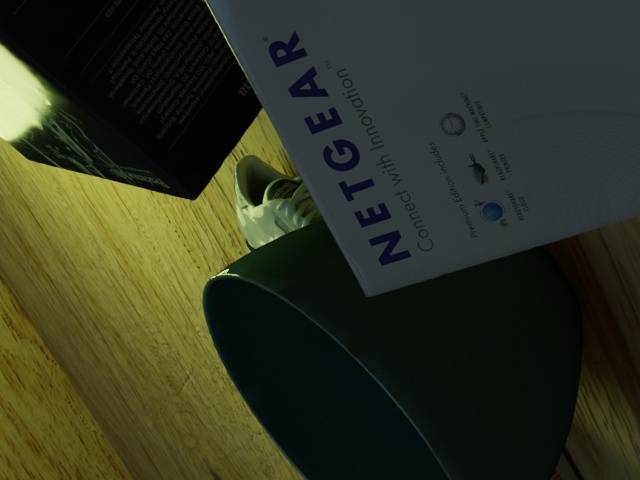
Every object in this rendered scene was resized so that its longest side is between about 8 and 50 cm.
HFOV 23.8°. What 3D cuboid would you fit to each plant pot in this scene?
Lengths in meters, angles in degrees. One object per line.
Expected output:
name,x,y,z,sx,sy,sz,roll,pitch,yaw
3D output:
plant pot,0.080,0.084,1.127,0.290,0.195,0.290,41,157,22

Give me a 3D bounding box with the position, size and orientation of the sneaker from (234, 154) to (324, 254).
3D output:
sneaker,0.000,0.000,1.315,0.235,0.090,0.095,26,138,45

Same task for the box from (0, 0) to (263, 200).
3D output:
box,-0.230,-0.206,1.190,0.312,0.179,0.343,41,166,-30

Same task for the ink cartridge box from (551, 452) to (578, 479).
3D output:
ink cartridge box,0.115,0.222,1.312,0.128,0.176,0.127,60,160,-20

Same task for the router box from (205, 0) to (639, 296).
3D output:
router box,0.089,-0.165,0.618,0.301,0.082,0.335,-19,117,22
